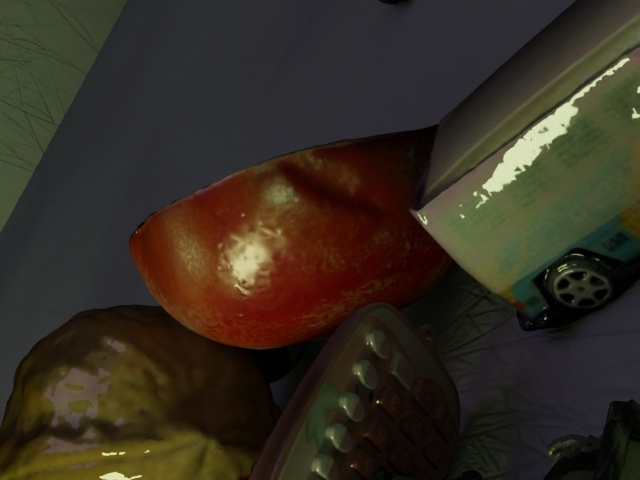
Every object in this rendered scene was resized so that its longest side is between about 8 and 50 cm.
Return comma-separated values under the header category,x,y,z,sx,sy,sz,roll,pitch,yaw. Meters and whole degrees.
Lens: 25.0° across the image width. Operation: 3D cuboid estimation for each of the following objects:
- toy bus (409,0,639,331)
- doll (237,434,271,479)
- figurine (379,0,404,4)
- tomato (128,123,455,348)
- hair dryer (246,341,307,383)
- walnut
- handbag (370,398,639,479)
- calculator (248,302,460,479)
category,x,y,z,sx,sy,sz,roll,pitch,yaw
toy bus,0.238,-0.102,1.075,0.386,0.162,0.171,-41,27,39
doll,-0.029,0.263,1.196,0.290,0.161,0.130,-48,16,-25
figurine,0.118,-0.398,1.827,0.114,0.108,0.196,-179,99,-77
tomato,0.002,0.012,1.304,0.338,0.338,0.144,-30,76,51
hair dryer,0.003,0.026,1.579,0.267,0.092,0.229,-43,18,5
walnut,-0.173,0.209,1.406,0.344,0.306,0.306,-29,37,58
handbag,0.092,0.285,0.910,0.325,0.162,0.327,-24,35,53
calculator,0.018,0.204,1.103,0.048,0.220,0.330,6,58,39
